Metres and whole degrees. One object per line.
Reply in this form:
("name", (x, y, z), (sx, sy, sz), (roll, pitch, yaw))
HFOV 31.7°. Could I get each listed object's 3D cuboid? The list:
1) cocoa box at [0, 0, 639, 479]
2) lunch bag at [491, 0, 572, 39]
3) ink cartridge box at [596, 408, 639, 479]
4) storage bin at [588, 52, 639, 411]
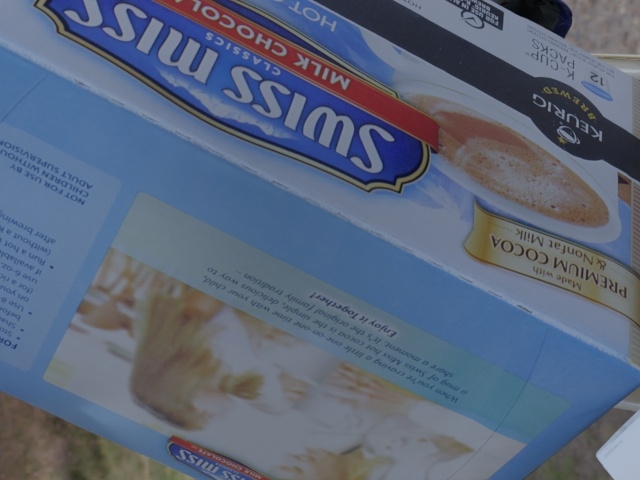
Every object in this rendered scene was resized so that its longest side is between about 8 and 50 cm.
("cocoa box", (-0.030, -0.021, 0.610), (0.231, 0.347, 0.228), (-54, 14, 42))
("lunch bag", (0.062, -0.299, 1.272), (0.328, 0.385, 0.239), (48, 135, 25))
("ink cartridge box", (0.144, 0.089, 0.341), (0.063, 0.029, 0.115), (-51, 56, 25))
("storage bin", (0.210, -0.013, 0.905), (0.123, 0.262, 0.260), (-37, -51, -59))
